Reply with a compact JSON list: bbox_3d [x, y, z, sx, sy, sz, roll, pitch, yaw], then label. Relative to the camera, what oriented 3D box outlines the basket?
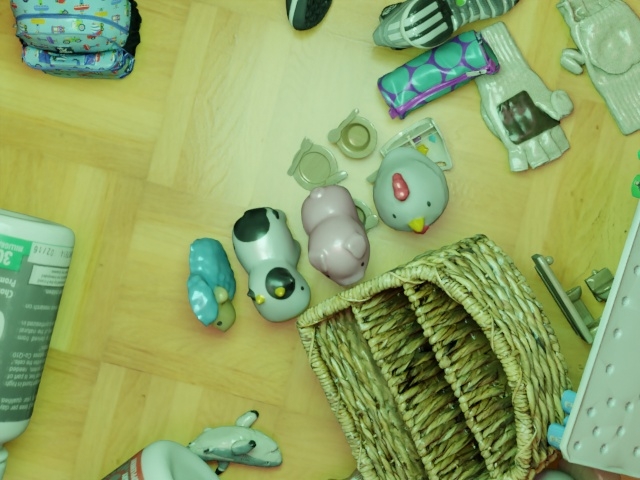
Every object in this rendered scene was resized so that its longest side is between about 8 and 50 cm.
[{"bbox_3d":[0.152,0.169,1.461,0.223,0.213,0.299,-23,89,-33],"label":"basket"}]

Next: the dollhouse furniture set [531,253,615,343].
[{"bbox_3d":[0.361,0.033,1.527,0.151,0.144,0.123,-32,90,2],"label":"dollhouse furniture set"}]

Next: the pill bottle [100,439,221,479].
[{"bbox_3d":[-0.278,0.432,1.503,0.363,0.210,0.210,-37,89,7],"label":"pill bottle"}]

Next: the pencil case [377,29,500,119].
[{"bbox_3d":[0.152,-0.214,1.556,0.152,0.070,0.064,-26,134,16],"label":"pencil case"}]

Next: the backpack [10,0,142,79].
[{"bbox_3d":[-0.316,-0.274,1.526,0.158,0.173,0.116,3,90,0],"label":"backpack"}]

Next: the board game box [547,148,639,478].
[{"bbox_3d":[0.481,0.111,1.479,0.390,0.050,0.389,18,90,-31],"label":"board game box"}]

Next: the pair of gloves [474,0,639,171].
[{"bbox_3d":[0.323,-0.216,1.579,0.240,0.042,0.204,-21,89,0],"label":"pair of gloves"}]

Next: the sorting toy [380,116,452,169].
[{"bbox_3d":[0.135,-0.115,1.584,0.083,0.045,0.075,-29,105,21],"label":"sorting toy"}]

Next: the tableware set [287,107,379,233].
[{"bbox_3d":[0.047,-0.084,1.576,0.141,0.020,0.168,-42,91,21],"label":"tableware set"}]

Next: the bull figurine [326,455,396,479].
[{"bbox_3d":[0.106,0.420,1.543,0.188,0.101,0.310,-21,81,-30],"label":"bull figurine"}]

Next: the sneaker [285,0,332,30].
[{"bbox_3d":[-0.035,-0.392,1.581,0.097,0.084,0.234,4,89,25],"label":"sneaker"}]

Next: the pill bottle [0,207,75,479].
[{"bbox_3d":[-0.448,0.136,1.515,0.204,0.204,0.361,14,91,1],"label":"pill bottle"}]

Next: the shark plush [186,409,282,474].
[{"bbox_3d":[-0.135,0.287,1.586,0.161,0.073,0.067,-17,120,-3],"label":"shark plush"}]

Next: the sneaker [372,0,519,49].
[{"bbox_3d":[0.153,-0.308,1.563,0.229,0.132,0.086,-30,106,-34],"label":"sneaker"}]

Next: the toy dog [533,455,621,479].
[{"bbox_3d":[0.292,0.422,1.520,0.220,0.161,0.333,6,84,-28],"label":"toy dog"}]

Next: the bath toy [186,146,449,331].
[{"bbox_3d":[0.000,0.000,1.516,0.348,0.129,0.151,-25,90,11],"label":"bath toy"}]
